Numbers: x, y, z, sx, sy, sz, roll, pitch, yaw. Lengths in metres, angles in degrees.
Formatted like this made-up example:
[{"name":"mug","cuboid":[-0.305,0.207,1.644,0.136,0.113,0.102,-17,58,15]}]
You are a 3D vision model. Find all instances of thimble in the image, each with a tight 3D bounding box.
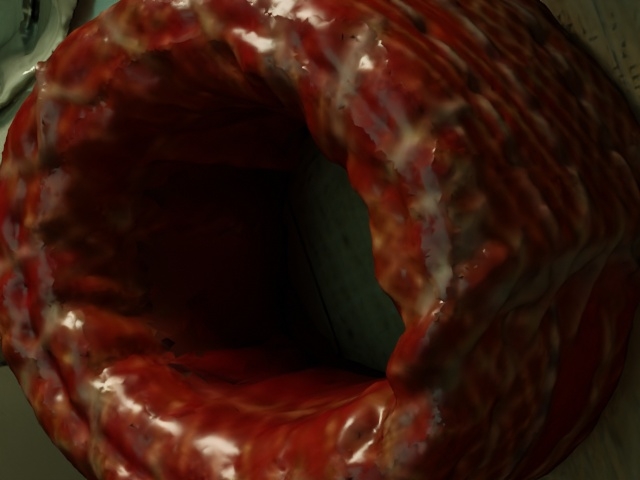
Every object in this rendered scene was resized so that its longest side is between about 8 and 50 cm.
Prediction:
[{"name":"thimble","cuboid":[0.000,0.000,0.958,0.350,0.230,0.350,4,97,36]}]

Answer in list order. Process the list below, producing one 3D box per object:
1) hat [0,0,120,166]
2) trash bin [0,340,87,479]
[{"name":"hat","cuboid":[-0.216,-0.181,1.166,0.301,0.168,0.258,-4,115,12]},{"name":"trash bin","cuboid":[-0.217,0.209,1.142,0.250,0.220,0.219,-46,67,36]}]
